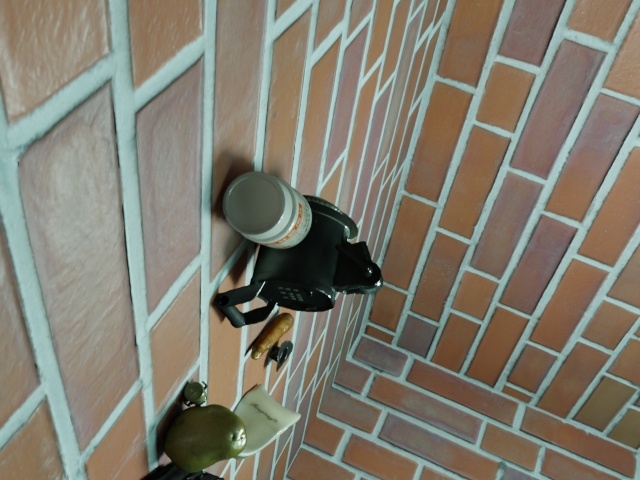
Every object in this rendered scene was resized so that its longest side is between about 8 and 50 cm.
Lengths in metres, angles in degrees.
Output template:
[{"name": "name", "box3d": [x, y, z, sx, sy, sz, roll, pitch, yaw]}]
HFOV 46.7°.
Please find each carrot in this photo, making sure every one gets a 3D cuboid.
[{"name": "carrot", "box3d": [-0.148, 0.283, 2.186, 0.248, 0.059, 0.059, -44, 154, -55]}]

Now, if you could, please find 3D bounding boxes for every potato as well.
[{"name": "potato", "box3d": [-0.255, 0.446, 1.673, 0.157, 0.194, 0.157, 21, 66, -59]}]

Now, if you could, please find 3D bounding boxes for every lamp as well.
[{"name": "lamp", "box3d": [-0.054, 0.031, 1.738, 0.205, 0.374, 0.272, 70, 10, -64]}]

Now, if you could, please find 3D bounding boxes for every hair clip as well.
[{"name": "hair clip", "box3d": [-0.195, 0.556, 2.259, 0.282, 0.173, 0.113, -43, 164, -37]}]

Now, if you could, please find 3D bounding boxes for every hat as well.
[{"name": "hat", "box3d": [-0.135, 0.372, 2.414, 0.121, 0.050, 0.121, -57, 160, -34]}]

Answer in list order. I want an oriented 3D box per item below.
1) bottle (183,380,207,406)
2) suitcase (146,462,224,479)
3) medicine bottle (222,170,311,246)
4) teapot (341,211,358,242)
[{"name": "bottle", "box3d": [-0.288, 0.358, 1.716, 0.063, 0.047, 0.101, -20, 161, -9]}, {"name": "suitcase", "box3d": [-0.364, 0.690, 1.694, 0.345, 0.188, 0.339, -1, 108, -76]}, {"name": "medicine bottle", "box3d": [-0.106, -0.061, 1.521, 0.252, 0.145, 0.144, 38, 75, -77]}, {"name": "teapot", "box3d": [0.000, 0.000, 2.152, 0.239, 0.162, 0.149, -12, 140, -46]}]
